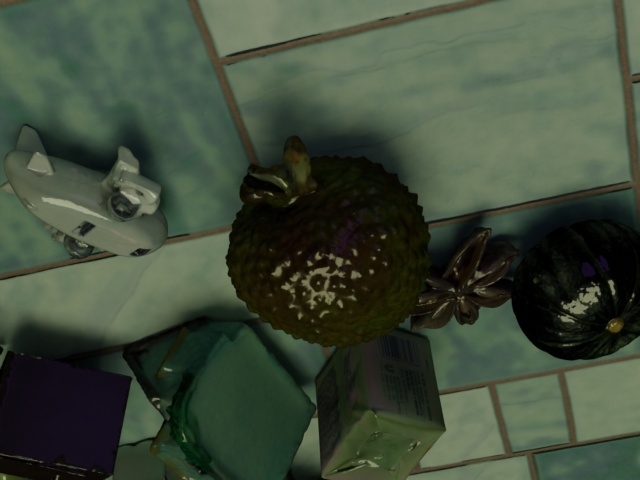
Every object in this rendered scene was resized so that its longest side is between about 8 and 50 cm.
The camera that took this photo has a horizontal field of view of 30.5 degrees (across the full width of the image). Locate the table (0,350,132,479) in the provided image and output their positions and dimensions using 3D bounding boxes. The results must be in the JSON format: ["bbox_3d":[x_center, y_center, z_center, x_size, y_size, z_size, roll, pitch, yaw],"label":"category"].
[{"bbox_3d":[-0.414,0.288,1.814,0.193,0.172,0.169,14,158,-16],"label":"table"}]

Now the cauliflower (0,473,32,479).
[{"bbox_3d":[-0.530,0.453,1.942,0.327,0.260,0.281,-10,140,-21],"label":"cauliflower"}]

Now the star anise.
[{"bbox_3d":[0.202,0.068,1.727,0.212,0.073,0.197,-26,137,8],"label":"star anise"}]

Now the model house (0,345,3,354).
[{"bbox_3d":[-0.552,0.135,1.765,0.167,0.117,0.088,19,113,-16],"label":"model house"}]

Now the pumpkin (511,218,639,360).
[{"bbox_3d":[0.381,0.071,1.670,0.220,0.162,0.220,-15,135,-16],"label":"pumpkin"}]

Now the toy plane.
[{"bbox_3d":[-0.313,-0.059,1.584,0.245,0.117,0.244,6,147,4],"label":"toy plane"}]

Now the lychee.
[{"bbox_3d":[0.006,0.008,1.550,0.270,0.270,0.320,-36,106,27],"label":"lychee"}]

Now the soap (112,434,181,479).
[{"bbox_3d":[-0.290,0.454,2.061,0.145,0.091,0.230,-16,132,12],"label":"soap"}]

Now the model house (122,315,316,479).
[{"bbox_3d":[-0.198,0.270,1.838,0.249,0.230,0.280,-4,135,37],"label":"model house"}]

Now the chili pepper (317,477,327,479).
[{"bbox_3d":[0.037,0.437,2.062,0.085,0.076,0.359,29,132,-27],"label":"chili pepper"}]

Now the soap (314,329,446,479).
[{"bbox_3d":[0.086,0.259,1.820,0.138,0.199,0.182,17,129,-20],"label":"soap"}]
